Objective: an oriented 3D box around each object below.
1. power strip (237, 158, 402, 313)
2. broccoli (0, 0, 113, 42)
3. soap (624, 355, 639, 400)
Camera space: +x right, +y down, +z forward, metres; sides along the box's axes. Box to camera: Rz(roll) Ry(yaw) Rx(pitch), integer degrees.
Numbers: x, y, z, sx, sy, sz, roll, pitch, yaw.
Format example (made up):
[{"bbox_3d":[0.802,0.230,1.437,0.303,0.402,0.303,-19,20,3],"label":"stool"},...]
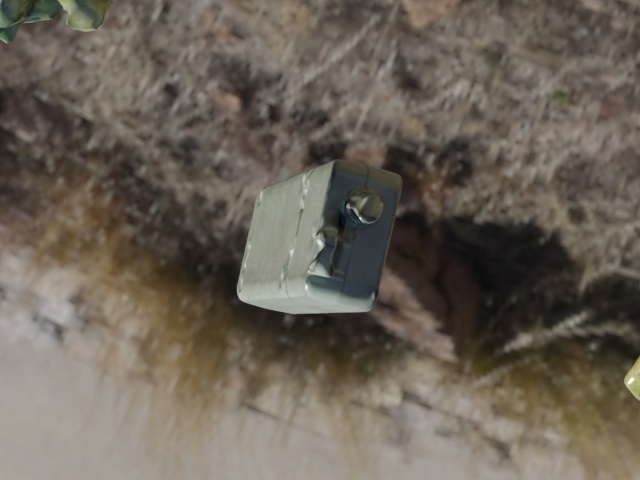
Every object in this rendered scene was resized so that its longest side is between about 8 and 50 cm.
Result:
[{"bbox_3d":[0.000,0.000,1.174,0.053,0.093,0.288,15,174,-13],"label":"power strip"},{"bbox_3d":[-0.137,-0.267,0.807,0.281,0.348,0.293,-13,162,-23],"label":"broccoli"},{"bbox_3d":[0.363,0.010,0.877,0.306,0.115,0.427,22,131,-5],"label":"soap"}]
